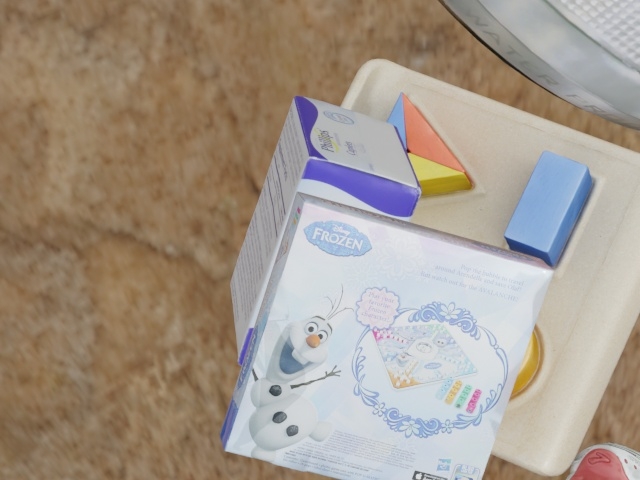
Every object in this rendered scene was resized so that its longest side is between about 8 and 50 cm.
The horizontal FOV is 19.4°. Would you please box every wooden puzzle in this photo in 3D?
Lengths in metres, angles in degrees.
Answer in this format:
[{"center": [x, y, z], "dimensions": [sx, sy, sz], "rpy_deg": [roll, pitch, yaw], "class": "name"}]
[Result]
[{"center": [0.133, 0.013, 1.783], "dimensions": [0.348, 0.080, 0.322], "rpy_deg": [23, 79, 15], "class": "wooden puzzle"}]

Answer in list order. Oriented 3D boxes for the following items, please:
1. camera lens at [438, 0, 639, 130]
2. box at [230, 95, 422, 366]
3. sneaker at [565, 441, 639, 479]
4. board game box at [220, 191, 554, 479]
[{"center": [0.147, -0.174, 0.526], "dimensions": [0.219, 0.274, 0.219], "rpy_deg": [23, 50, -30], "class": "camera lens"}, {"center": [0.000, 0.000, 1.130], "dimensions": [0.072, 0.126, 0.137], "rpy_deg": [16, 109, -11], "class": "box"}, {"center": [0.211, 0.134, 1.064], "dimensions": [0.088, 0.225, 0.092], "rpy_deg": [10, 86, 38], "class": "sneaker"}, {"center": [0.022, 0.038, 0.633], "dimensions": [0.090, 0.020, 0.090], "rpy_deg": [16, 102, -13], "class": "board game box"}]
